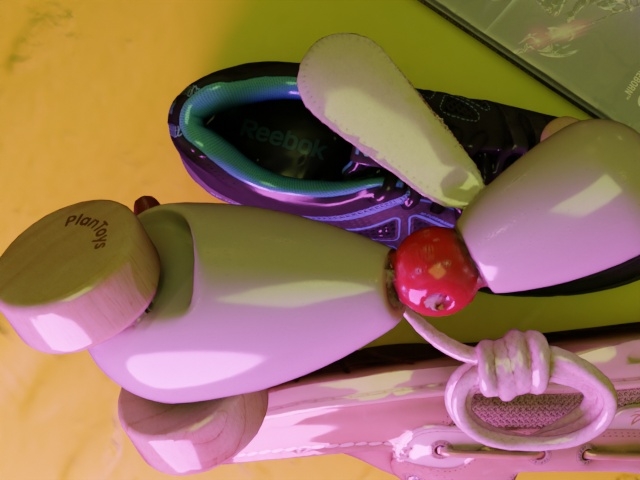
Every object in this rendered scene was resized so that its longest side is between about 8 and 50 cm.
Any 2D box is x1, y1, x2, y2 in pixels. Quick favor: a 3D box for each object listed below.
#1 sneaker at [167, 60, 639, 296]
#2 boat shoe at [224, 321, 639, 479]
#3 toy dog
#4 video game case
[{"bbox_3d":[0.068,-0.034,0.751,0.341,0.139,0.125,9,91,2],"label":"sneaker"},{"bbox_3d":[0.090,0.122,0.763,0.341,0.121,0.110,-7,91,2],"label":"boat shoe"},{"bbox_3d":[0.000,0.000,0.649,0.334,0.161,0.220,-3,133,-2],"label":"toy dog"},{"bbox_3d":[0.159,-0.217,0.797,0.274,0.026,0.196,34,93,1],"label":"video game case"}]
